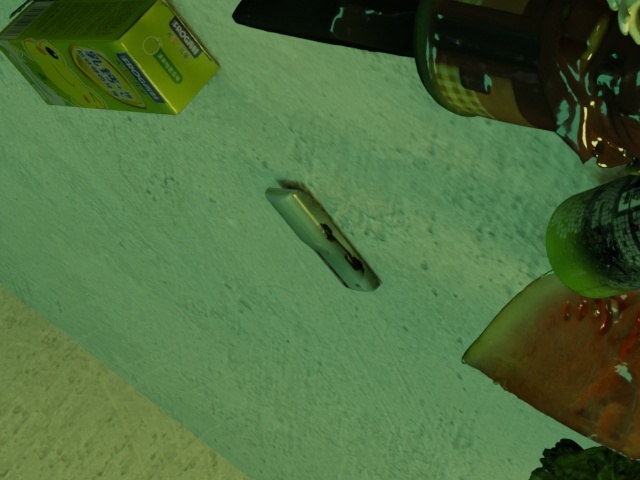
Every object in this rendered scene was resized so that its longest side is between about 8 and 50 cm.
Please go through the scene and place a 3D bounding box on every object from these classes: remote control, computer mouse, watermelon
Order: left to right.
[{"bbox_3d":[0.000,0.000,1.897,0.166,0.029,0.065,51,157,-26],"label":"remote control"},{"bbox_3d":[0.028,-0.193,1.320,0.147,0.088,0.264,5,-169,-34],"label":"computer mouse"},{"bbox_3d":[0.296,0.108,1.462,0.303,0.159,0.128,26,-175,31],"label":"watermelon"}]

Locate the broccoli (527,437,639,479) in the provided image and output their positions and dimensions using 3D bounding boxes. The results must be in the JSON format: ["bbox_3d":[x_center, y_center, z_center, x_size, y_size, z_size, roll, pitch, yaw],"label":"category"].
[{"bbox_3d":[0.339,0.329,1.651,0.277,0.317,0.338,32,-159,-11],"label":"broccoli"}]

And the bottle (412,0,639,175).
[{"bbox_3d":[0.199,-0.117,1.133,0.271,0.143,0.156,21,152,41],"label":"bottle"}]

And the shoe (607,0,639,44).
[{"bbox_3d":[0.197,-0.191,0.963,0.316,0.159,0.124,34,160,11],"label":"shoe"}]

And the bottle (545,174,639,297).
[{"bbox_3d":[0.284,-0.021,1.248,0.093,0.093,0.330,44,160,-8],"label":"bottle"}]

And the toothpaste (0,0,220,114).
[{"bbox_3d":[-0.246,-0.208,1.838,0.327,0.077,0.110,11,144,55],"label":"toothpaste"}]
